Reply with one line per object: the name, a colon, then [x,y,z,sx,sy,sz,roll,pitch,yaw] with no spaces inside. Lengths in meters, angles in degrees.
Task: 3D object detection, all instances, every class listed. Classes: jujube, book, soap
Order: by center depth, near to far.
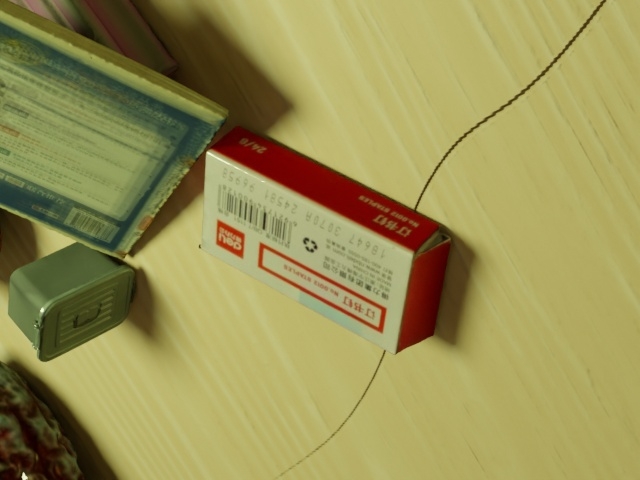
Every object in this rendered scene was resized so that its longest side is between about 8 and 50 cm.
soap: [-0.230,-0.201,1.432,0.122,0.065,0.203,-27,102,49]
book: [-0.234,-0.092,1.451,0.228,0.018,0.322,25,149,-13]
jujube: [-0.373,0.286,1.816,0.226,0.226,0.317,-13,105,45]

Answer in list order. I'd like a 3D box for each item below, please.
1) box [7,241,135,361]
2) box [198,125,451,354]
box: [-0.253,0.056,1.609,0.069,0.122,0.084,41,138,27]
box: [0.000,0.000,1.400,0.229,0.050,0.123,27,136,22]
